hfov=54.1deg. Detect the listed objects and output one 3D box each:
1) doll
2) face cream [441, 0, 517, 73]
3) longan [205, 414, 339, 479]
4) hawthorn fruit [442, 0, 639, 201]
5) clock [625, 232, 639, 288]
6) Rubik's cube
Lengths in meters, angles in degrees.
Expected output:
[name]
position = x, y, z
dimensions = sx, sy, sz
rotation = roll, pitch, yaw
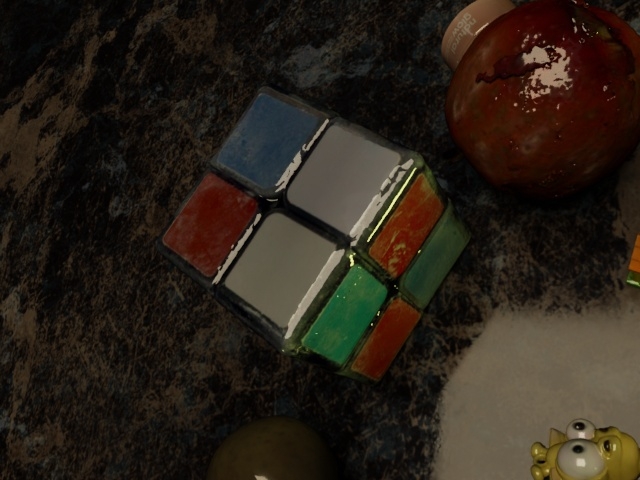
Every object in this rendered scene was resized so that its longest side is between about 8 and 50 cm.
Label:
[doll]
position = 0.413, 0.274, 0.787
dimensions = 0.290, 0.086, 0.117
rotation = -8, 25, 26
[face cream]
position = 0.295, -0.325, 1.073
dimensions = 0.149, 0.149, 0.104
rotation = -33, 57, 10
[longan]
position = -0.068, 0.356, 0.920
dimensions = 0.220, 0.196, 0.197
rotation = 150, 135, -64
[hawthorn fruit]
position = 0.338, -0.200, 0.925
dimensions = 0.315, 0.316, 0.316
rotation = -11, 64, 22
[clock]
position = 0.482, -0.064, 0.798
dimensions = 0.106, 0.255, 0.220
rotation = 21, 78, 33
[Rubik's cube]
position = 0.000, 0.000, 0.979
dimensions = 0.316, 0.318, 0.313
rotation = 32, 86, 34
